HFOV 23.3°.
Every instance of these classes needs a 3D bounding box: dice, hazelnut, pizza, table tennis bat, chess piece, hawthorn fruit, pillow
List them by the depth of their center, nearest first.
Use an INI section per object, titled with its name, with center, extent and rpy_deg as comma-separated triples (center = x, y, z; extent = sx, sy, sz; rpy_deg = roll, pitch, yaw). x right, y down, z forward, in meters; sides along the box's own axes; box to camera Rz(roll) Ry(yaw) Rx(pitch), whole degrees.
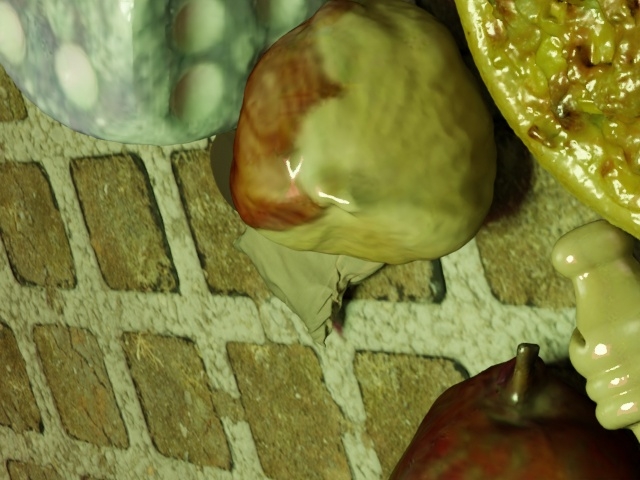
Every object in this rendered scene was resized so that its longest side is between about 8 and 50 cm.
[pizza]
center = 0.212, -0.134, 1.308
extent = 0.258, 0.087, 0.268
rpy_deg = 22, 129, 47
[chess piece]
center = 0.295, 0.122, 1.318
extent = 0.139, 0.124, 0.307
rpy_deg = -28, 80, 27
[hazelnut]
center = 0.038, -0.082, 1.419
extent = 0.261, 0.241, 0.261
rpy_deg = 1, 102, 6
[hawthorn fruit]
center = 0.173, 0.283, 1.419
extent = 0.308, 0.308, 0.324
rpy_deg = -37, 71, 53
[dice]
center = -0.166, -0.270, 1.535
extent = 0.271, 0.270, 0.270
rpy_deg = 33, 133, 36
[pillow]
center = 0.000, 0.000, 1.655
extent = 0.173, 0.067, 0.270
rpy_deg = 54, 144, 14
[table tennis bat]
center = -0.117, -0.075, 1.715
extent = 0.107, 0.119, 0.170
rpy_deg = 48, 142, 19
